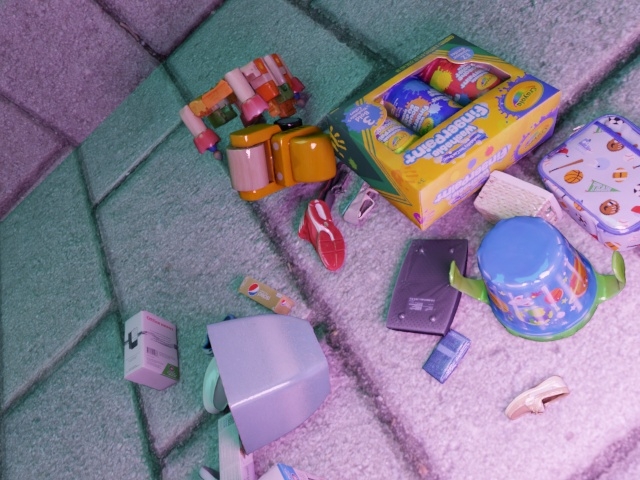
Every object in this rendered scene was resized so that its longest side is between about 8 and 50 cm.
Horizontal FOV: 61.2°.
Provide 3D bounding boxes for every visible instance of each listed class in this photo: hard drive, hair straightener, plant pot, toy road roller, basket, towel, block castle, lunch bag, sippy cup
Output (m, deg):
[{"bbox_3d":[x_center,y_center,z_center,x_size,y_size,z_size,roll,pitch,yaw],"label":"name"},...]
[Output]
[{"bbox_3d":[0.269,0.114,1.326,0.172,0.054,0.254,-1,57,38],"label":"hard drive"},{"bbox_3d":[0.053,-0.159,1.687,0.089,0.047,0.230,11,65,40],"label":"hair straightener"},{"bbox_3d":[-0.115,0.329,1.345,0.253,0.247,0.247,-17,46,-12],"label":"plant pot"},{"bbox_3d":[-0.101,-0.252,1.658,0.241,0.202,0.330,15,32,39],"label":"toy road roller"},{"bbox_3d":[0.464,-0.077,1.283,0.103,0.113,0.167,-54,46,1],"label":"basket"},{"bbox_3d":[0.290,0.265,1.245,0.067,0.029,0.119,31,83,44],"label":"towel"},{"bbox_3d":[-0.245,-0.464,1.873,0.303,0.212,0.453,-27,13,26],"label":"block castle"},{"bbox_3d":[0.649,-0.140,1.189,0.243,0.115,0.303,-36,48,9],"label":"lunch bag"},{"bbox_3d":[0.439,0.067,1.129,0.306,0.224,0.240,-36,47,12],"label":"sippy cup"}]

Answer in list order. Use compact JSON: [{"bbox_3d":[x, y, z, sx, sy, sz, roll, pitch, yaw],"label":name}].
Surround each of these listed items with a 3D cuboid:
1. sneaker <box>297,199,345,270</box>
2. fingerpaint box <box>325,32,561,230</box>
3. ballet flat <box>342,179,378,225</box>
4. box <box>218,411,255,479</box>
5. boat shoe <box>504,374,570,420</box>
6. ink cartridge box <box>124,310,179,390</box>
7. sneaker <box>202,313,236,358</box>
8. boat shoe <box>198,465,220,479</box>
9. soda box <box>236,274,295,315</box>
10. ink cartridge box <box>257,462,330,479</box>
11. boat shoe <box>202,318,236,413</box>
[{"bbox_3d":[0.000,0.000,1.610,0.128,0.087,0.221,134,128,-58],"label":"sneaker"},{"bbox_3d":[0.302,-0.296,1.381,0.445,0.163,0.371,-35,55,-12],"label":"fingerpaint box"},{"bbox_3d":[0.140,-0.138,1.599,0.068,0.072,0.213,27,80,15],"label":"ballet flat"},{"bbox_3d":[-0.205,0.560,1.324,0.067,0.063,0.324,-34,30,6],"label":"box"},{"bbox_3d":[0.435,0.324,1.086,0.135,0.050,0.045,-39,41,10],"label":"boat shoe"},{"bbox_3d":[-0.533,0.346,1.706,0.087,0.153,0.208,-31,47,17],"label":"ink cartridge box"},{"bbox_3d":[-0.306,0.287,1.643,0.053,0.059,0.144,13,69,43],"label":"sneaker"},{"bbox_3d":[-0.240,0.648,1.346,0.226,0.083,0.075,18,73,41],"label":"boat shoe"},{"bbox_3d":[-0.165,0.166,1.616,0.181,0.061,0.058,22,77,42],"label":"soda box"},{"bbox_3d":[-0.048,0.606,1.130,0.168,0.233,0.171,-43,46,2],"label":"ink cartridge box"},{"bbox_3d":[-0.249,0.353,1.532,0.096,0.098,0.276,-4,59,35],"label":"boat shoe"}]
